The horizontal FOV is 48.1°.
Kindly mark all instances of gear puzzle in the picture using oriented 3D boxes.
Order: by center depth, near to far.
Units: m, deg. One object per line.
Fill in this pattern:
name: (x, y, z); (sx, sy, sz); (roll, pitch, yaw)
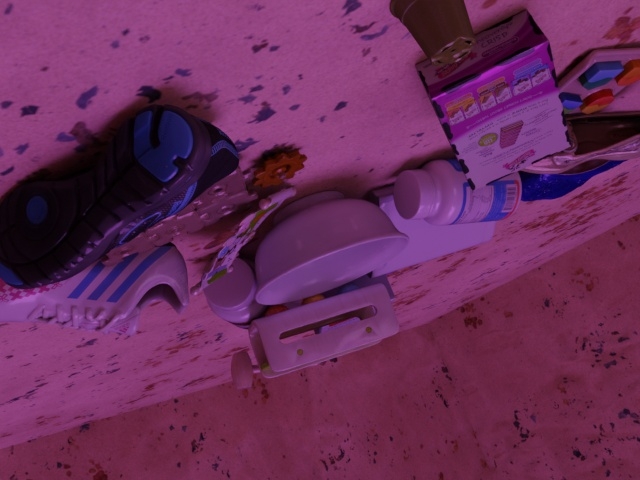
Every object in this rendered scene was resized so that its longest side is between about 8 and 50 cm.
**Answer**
gear puzzle: (-0.178, -0.065, 1.022); (0.339, 0.044, 0.175); (-23, 164, -6)

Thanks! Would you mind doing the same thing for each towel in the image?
towel: (0.597, -0.179, 1.625); (0.227, 0.076, 0.308); (-11, 162, -38)

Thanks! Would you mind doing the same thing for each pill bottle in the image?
pill bottle: (0.253, -0.091, 1.338); (0.221, 0.124, 0.124); (-4, 159, -26)
pill bottle: (-0.161, 0.105, 1.455); (0.131, 0.131, 0.229); (-22, 165, 1)

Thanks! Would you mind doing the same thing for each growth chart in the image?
growth chart: (-0.128, -0.001, 1.162); (0.237, 0.021, 0.172); (-48, 177, 28)

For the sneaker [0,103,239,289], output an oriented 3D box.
sneaker: (-0.247, -0.036, 0.855); (0.341, 0.125, 0.139); (-25, 170, 21)

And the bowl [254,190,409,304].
bowl: (0.000, 0.000, 1.304); (0.298, 0.134, 0.298); (-21, 165, -6)

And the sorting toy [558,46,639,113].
sorting toy: (0.471, -0.263, 1.224); (0.208, 0.038, 0.193); (-14, 164, -26)

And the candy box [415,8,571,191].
candy box: (0.244, -0.183, 0.988); (0.159, 0.071, 0.233); (-25, 144, 11)

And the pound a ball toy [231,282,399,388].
pound a ball toy: (-0.029, 0.186, 1.461); (0.319, 0.136, 0.208); (-15, 167, -17)

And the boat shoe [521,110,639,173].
boat shoe: (0.484, -0.194, 1.329); (0.285, 0.104, 0.089); (-11, 159, -5)

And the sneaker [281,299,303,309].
sneaker: (-0.106, 0.191, 1.888); (0.100, 0.108, 0.271); (-9, 162, -45)

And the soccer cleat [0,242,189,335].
soccer cleat: (-0.359, 0.090, 1.100); (0.331, 0.143, 0.116); (-15, 164, -24)

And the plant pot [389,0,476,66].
plant pot: (0.127, -0.232, 0.766); (0.083, 0.079, 0.083); (-19, 165, -5)

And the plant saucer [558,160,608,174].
plant saucer: (0.525, -0.194, 1.459); (0.168, 0.029, 0.168); (-1, 147, 0)

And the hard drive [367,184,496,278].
hard drive: (0.236, -0.047, 1.473); (0.307, 0.040, 0.203); (-16, 132, -22)

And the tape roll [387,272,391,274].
tape roll: (0.110, 0.025, 1.637); (0.275, 0.090, 0.275); (-20, 166, -5)

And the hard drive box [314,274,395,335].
hard drive box: (0.063, 0.148, 1.660); (0.181, 0.089, 0.232); (-21, 165, -6)
